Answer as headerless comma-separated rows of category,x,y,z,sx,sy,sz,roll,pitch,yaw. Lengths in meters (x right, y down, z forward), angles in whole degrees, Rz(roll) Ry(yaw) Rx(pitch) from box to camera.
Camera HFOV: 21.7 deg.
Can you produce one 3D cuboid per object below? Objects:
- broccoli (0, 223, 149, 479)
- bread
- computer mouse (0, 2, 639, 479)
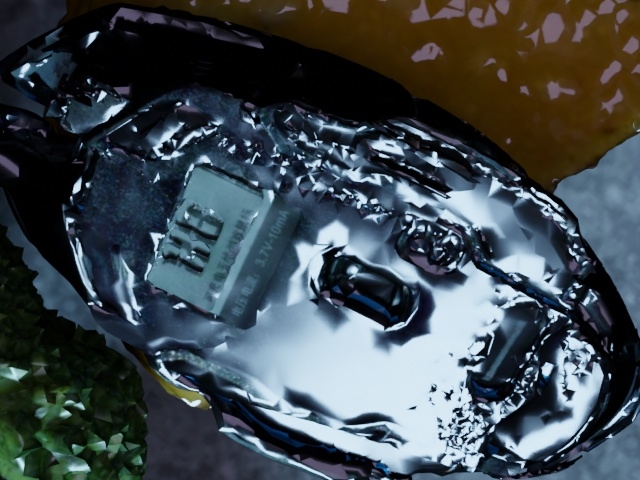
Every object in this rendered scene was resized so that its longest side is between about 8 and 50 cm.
broccoli,-0.263,0.055,0.618,0.413,0.310,0.321,-2,118,16
bread,0.009,-0.097,0.654,0.340,0.194,0.179,-32,115,11
computer mouse,0.000,0.000,0.555,0.241,0.077,0.146,27,122,-3
